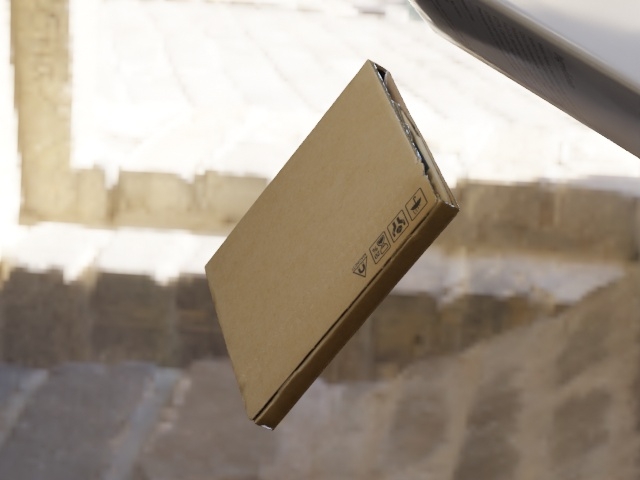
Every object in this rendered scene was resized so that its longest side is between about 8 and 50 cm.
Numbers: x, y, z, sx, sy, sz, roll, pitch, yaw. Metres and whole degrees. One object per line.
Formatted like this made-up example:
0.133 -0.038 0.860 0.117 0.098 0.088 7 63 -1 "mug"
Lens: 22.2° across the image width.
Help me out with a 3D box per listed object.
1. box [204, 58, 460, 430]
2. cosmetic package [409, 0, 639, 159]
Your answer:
0.000 0.000 1.074 0.201 0.021 0.164 -51 -145 23 "box"
0.220 -0.120 0.784 0.197 0.365 0.155 -52 154 0 "cosmetic package"
